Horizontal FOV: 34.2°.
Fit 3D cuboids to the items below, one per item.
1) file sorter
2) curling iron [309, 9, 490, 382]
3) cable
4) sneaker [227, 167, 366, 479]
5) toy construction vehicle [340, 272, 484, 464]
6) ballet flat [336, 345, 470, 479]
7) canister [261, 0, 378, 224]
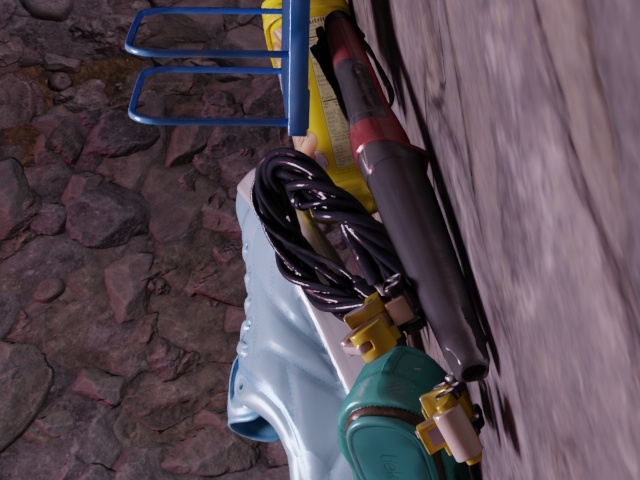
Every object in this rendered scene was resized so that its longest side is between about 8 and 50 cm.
[{"bbox_3d":[-0.059,-0.159,0.599,0.118,0.104,0.170,-98,9,-65],"label":"file sorter"},{"bbox_3d":[0.041,-0.036,0.528,0.068,0.035,0.274,51,-167,-39],"label":"curling iron"},{"bbox_3d":[0.000,0.000,0.769,0.184,0.047,0.150,43,162,33],"label":"cable"},{"bbox_3d":[-0.031,0.089,0.892,0.135,0.150,0.366,56,-174,-51],"label":"sneaker"},{"bbox_3d":[0.041,0.062,0.466,0.086,0.035,0.098,61,-172,-5],"label":"toy construction vehicle"},{"bbox_3d":[0.066,0.164,0.653,0.087,0.083,0.247,-63,-30,-48],"label":"ballet flat"},{"bbox_3d":[0.005,-0.110,0.868,0.126,0.073,0.170,77,180,-76],"label":"canister"}]
